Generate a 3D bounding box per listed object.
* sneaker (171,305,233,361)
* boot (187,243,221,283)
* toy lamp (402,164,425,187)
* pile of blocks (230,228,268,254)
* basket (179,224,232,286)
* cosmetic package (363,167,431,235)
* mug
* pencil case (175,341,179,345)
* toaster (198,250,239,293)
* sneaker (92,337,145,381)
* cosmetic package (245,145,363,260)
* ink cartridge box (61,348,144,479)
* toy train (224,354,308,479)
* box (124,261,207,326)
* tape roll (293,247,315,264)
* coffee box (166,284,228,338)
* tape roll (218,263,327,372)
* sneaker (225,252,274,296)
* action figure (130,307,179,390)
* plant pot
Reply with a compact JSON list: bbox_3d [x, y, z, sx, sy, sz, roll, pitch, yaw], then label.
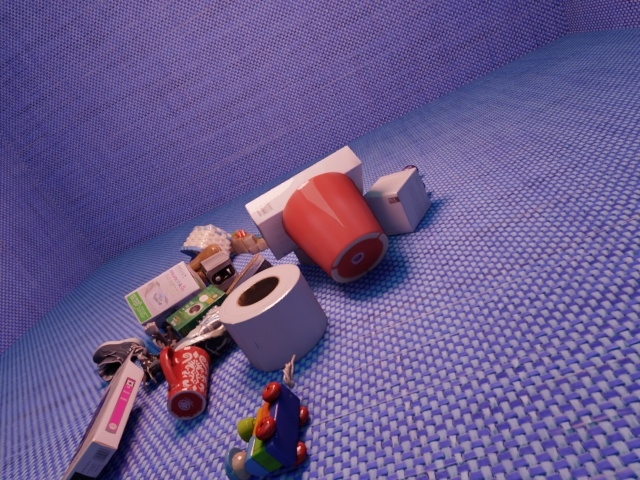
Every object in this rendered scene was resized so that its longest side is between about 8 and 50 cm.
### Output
[{"bbox_3d":[-0.317,0.268,1.226,0.283,0.110,0.122,-27,45,-22],"label":"sneaker"},{"bbox_3d":[-0.531,0.137,1.703,0.305,0.112,0.115,-48,-19,10],"label":"boot"},{"bbox_3d":[0.360,-0.225,1.585,0.080,0.080,0.275,-22,23,17],"label":"toy lamp"},{"bbox_3d":[-0.370,-0.012,1.969,0.362,0.113,0.149,-5,31,46],"label":"pile of blocks"},{"bbox_3d":[-0.538,0.081,1.886,0.254,0.201,0.289,2,64,50],"label":"basket"},{"bbox_3d":[0.257,-0.128,1.386,0.151,0.151,0.184,-9,28,42],"label":"cosmetic package"},{"bbox_3d":[-0.361,0.366,1.057,0.113,0.150,0.169,-61,23,11],"label":"mug"},{"bbox_3d":[-0.371,0.291,1.303,0.098,0.095,0.209,9,40,30],"label":"pencil case"},{"bbox_3d":[-0.366,0.143,1.535,0.110,0.168,0.185,-33,22,-17],"label":"toaster"},{"bbox_3d":[-0.771,0.439,1.471,0.226,0.086,0.163,-20,20,18],"label":"sneaker"},{"bbox_3d":[-0.034,-0.113,1.367,0.377,0.284,0.097,-31,63,-8],"label":"cosmetic package"},{"bbox_3d":[-0.564,0.466,1.088,0.176,0.069,0.371,-53,21,9],"label":"ink cartridge box"},{"bbox_3d":[-0.108,0.355,0.829,0.143,0.105,0.248,-37,18,15],"label":"toy train"},{"bbox_3d":[-0.554,0.208,1.521,0.231,0.127,0.262,-32,-10,-13],"label":"box"},{"bbox_3d":[0.000,0.000,1.530,0.219,0.072,0.219,-24,21,10],"label":"tape roll"},{"bbox_3d":[-0.389,0.222,1.298,0.184,0.040,0.113,-40,32,-26],"label":"coffee box"},{"bbox_3d":[-0.125,0.199,1.093,0.246,0.169,0.246,-24,21,10],"label":"tape roll"},{"bbox_3d":[-0.227,0.181,1.378,0.282,0.153,0.099,-48,12,30],"label":"sneaker"},{"bbox_3d":[-0.527,0.341,1.306,0.164,0.141,0.276,-45,15,18],"label":"action figure"},{"bbox_3d":[0.054,-0.025,1.212,0.275,0.275,0.243,-31,54,-7],"label":"plant pot"}]
